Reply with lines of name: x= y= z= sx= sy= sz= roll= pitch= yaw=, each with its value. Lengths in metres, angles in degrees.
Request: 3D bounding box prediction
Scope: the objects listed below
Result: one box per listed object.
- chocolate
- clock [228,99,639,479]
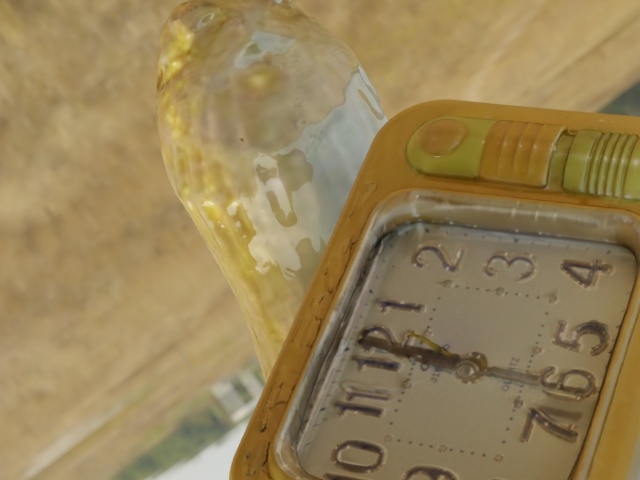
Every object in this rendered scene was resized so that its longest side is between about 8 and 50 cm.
chocolate: x=0.000 y=0.000 z=1.096 sx=0.134 sy=0.309 sz=0.134 roll=-25 pitch=-176 yaw=2
clock: x=0.064 y=0.049 z=0.690 sx=0.096 sy=0.143 sz=0.202 roll=74 pitch=31 yaw=-49
